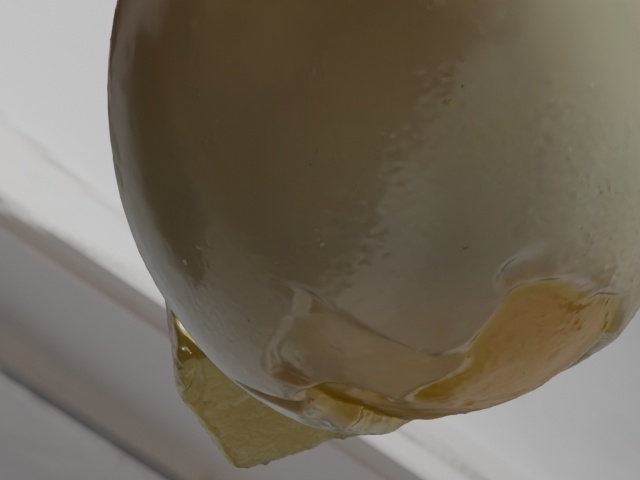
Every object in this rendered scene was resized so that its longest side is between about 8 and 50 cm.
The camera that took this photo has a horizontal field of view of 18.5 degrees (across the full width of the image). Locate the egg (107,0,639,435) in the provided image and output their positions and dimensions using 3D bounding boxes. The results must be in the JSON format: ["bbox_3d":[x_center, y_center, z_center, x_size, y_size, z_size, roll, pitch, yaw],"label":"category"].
[{"bbox_3d":[0.038,-0.076,0.923,0.345,0.283,0.283,92,18,-47],"label":"egg"}]

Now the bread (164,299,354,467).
[{"bbox_3d":[0.000,0.000,1.500,0.236,0.198,0.263,-13,-123,10],"label":"bread"}]
